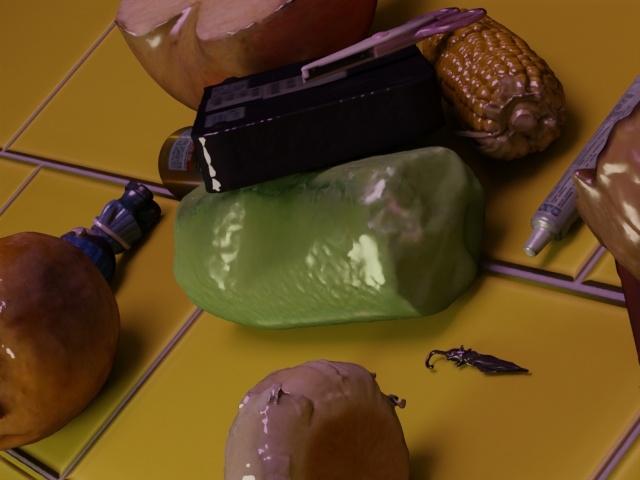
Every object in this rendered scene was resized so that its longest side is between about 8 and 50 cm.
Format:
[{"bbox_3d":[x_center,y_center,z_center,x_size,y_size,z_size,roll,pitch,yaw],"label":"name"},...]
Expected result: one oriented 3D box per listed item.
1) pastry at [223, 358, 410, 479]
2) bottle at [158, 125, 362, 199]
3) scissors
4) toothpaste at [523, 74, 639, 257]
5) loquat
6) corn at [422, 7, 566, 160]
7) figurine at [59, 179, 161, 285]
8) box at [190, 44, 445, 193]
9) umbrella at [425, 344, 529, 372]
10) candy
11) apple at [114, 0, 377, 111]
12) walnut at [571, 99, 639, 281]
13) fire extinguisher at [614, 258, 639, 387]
[{"bbox_3d":[-0.004,0.163,1.362,0.088,0.166,0.166,-7,44,44],"label":"pastry"},{"bbox_3d":[-0.063,-0.073,1.880,0.082,0.082,0.286,-53,26,-17],"label":"bottle"},{"bbox_3d":[0.059,-0.173,1.659,0.176,0.022,0.085,-24,19,-23],"label":"scissors"},{"bbox_3d":[0.219,-0.062,1.508,0.197,0.029,0.048,-52,29,-21],"label":"toothpaste"},{"bbox_3d":[-0.301,0.099,1.855,0.238,0.193,0.238,-25,10,5],"label":"loquat"},{"bbox_3d":[0.146,-0.144,1.667,0.260,0.091,0.091,-116,44,-65],"label":"corn"},{"bbox_3d":[-0.233,0.005,2.038,0.087,0.086,0.149,27,60,39],"label":"figurine"},{"bbox_3d":[-0.004,-0.121,1.699,0.211,0.058,0.350,-16,11,1],"label":"box"},{"bbox_3d":[0.119,0.090,1.443,0.122,0.013,0.022,-1,61,55],"label":"umbrella"},{"bbox_3d":[0.000,0.000,1.632,0.132,0.142,0.343,-27,14,-34],"label":"candy"},{"bbox_3d":[-0.054,-0.229,2.010,0.293,0.163,0.251,13,50,46],"label":"apple"},{"bbox_3d":[0.279,-0.024,1.186,0.238,0.204,0.141,-36,57,34],"label":"walnut"},{"bbox_3d":[0.237,0.052,1.288,0.062,0.050,0.177,-16,33,9],"label":"fire extinguisher"}]
